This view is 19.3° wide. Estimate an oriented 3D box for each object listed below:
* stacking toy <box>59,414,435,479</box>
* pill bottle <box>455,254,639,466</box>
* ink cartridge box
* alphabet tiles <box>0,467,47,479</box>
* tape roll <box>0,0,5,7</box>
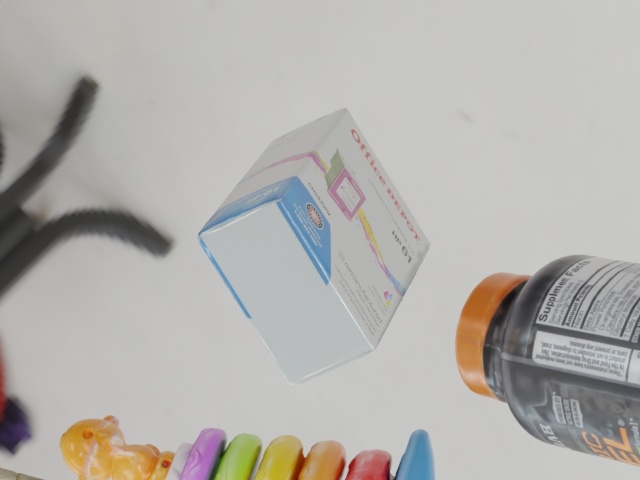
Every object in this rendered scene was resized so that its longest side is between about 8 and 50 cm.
[{"bbox_3d":[-0.070,0.213,1.523,0.302,0.175,0.166,18,148,3],"label":"stacking toy"},{"bbox_3d":[0.207,0.080,1.209,0.246,0.130,0.130,10,131,41],"label":"pill bottle"},{"bbox_3d":[0.000,0.000,0.921,0.052,0.122,0.088,-26,105,24],"label":"ink cartridge box"},{"bbox_3d":[-0.127,0.186,1.008,0.237,0.009,0.198,19,141,-23],"label":"alphabet tiles"},{"bbox_3d":[-0.198,-0.164,0.692,0.219,0.072,0.219,25,156,12],"label":"tape roll"}]
